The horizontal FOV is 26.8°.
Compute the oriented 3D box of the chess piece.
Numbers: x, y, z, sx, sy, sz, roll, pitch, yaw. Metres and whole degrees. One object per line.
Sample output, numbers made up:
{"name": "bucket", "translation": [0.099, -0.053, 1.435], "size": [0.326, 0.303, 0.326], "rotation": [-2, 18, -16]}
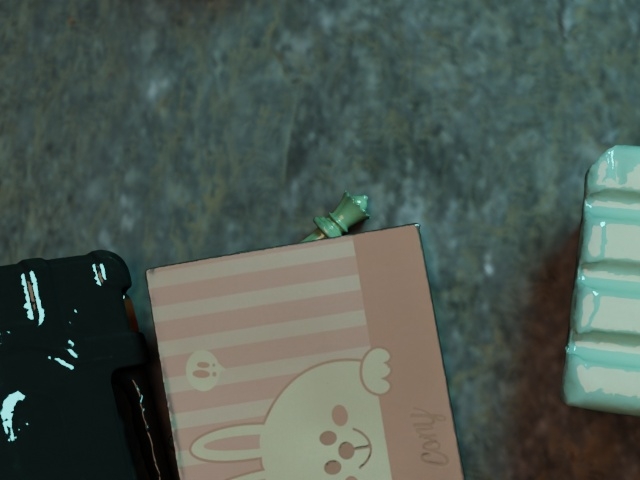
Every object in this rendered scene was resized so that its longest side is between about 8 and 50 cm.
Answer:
{"name": "chess piece", "translation": [0.000, 0.000, 0.975], "size": [0.093, 0.042, 0.042], "rotation": [-42, 73, 1]}

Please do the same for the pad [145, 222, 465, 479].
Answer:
{"name": "pad", "translation": [-0.002, 0.149, 0.936], "size": [0.202, 0.005, 0.300], "rotation": [-9, 84, 2]}

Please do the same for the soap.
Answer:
{"name": "soap", "translation": [0.305, 0.039, 0.847], "size": [0.289, 0.095, 0.173], "rotation": [6, 84, 17]}

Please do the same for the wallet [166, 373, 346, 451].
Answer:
{"name": "wallet", "translation": [-0.044, 0.128, 0.975], "size": [0.088, 0.026, 0.129], "rotation": [43, 96, 18]}

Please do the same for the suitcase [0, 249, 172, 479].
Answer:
{"name": "suitcase", "translation": [-0.204, 0.155, 0.940], "size": [0.066, 0.206, 0.285], "rotation": [-33, 69, 54]}
